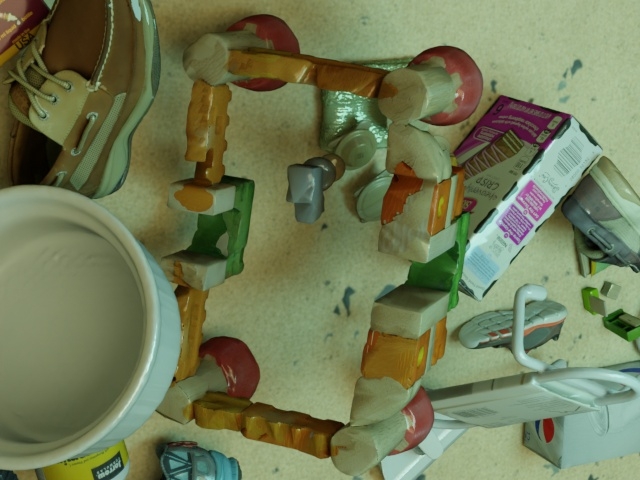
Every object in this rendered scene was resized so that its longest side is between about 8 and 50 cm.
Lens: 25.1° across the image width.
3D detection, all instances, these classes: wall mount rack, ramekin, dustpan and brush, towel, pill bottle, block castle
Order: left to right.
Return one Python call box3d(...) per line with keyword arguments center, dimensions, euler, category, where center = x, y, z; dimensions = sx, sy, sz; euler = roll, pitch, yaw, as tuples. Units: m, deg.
box3d(center=(-0.274, 0.092, 1.445), dimensions=(0.277, 0.277, 0.135), euler=(-56, 164, -2), category="ramekin")
box3d(center=(-0.269, 0.224, 1.584), dimensions=(0.103, 0.103, 0.184), euler=(-21, 114, -20), category="pill bottle")
box3d(center=(0.000, 0.000, 1.544), dimensions=(0.213, 0.303, 0.453), euler=(-24, 123, -67), category="block castle")
box3d(center=(0.067, -0.157, 1.683), dimensions=(0.148, 0.027, 0.110), euler=(-6, 107, -25), category="towel")
box3d(center=(0.108, 0.220, 1.798), dimensions=(0.147, 0.060, 0.211), euler=(-42, 119, -9), category="dustpan and brush")
box3d(center=(0.259, 0.149, 1.683), dimensions=(0.304, 0.350, 0.130), euler=(21, 65, -35), category="wall mount rack")

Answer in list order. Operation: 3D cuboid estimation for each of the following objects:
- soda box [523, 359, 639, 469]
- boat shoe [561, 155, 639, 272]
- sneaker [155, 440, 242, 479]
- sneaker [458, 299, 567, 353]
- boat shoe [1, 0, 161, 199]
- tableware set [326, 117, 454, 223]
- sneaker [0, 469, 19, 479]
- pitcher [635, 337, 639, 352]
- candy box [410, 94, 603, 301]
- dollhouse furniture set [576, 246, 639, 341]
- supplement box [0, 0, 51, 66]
box3d(center=(0.417, 0.225, 1.939), dimensions=(0.286, 0.091, 0.098), euler=(-7, 108, -25), category="soda box")
box3d(center=(0.354, -0.017, 1.763), dimensions=(0.092, 0.103, 0.285), euler=(-32, 157, 8), category="boat shoe")
box3d(center=(-0.200, 0.352, 1.677), dimensions=(0.125, 0.104, 0.262), euler=(28, 86, -16), category="sneaker")
box3d(center=(0.250, 0.126, 1.845), dimensions=(0.158, 0.061, 0.065), euler=(-12, 118, -22), category="sneaker")
box3d(center=(-0.241, -0.143, 1.398), dimensions=(0.120, 0.122, 0.324), euler=(-21, 148, -31), category="boat shoe")
box3d(center=(0.086, -0.100, 1.688), dimensions=(0.141, 0.020, 0.169), euler=(-33, 136, -4), category="tableware set")
box3d(center=(-0.415, 0.233, 1.518), dimensions=(0.131, 0.112, 0.319), euler=(-19, 104, 13), category="sneaker")
box3d(center=(0.505, 0.064, 1.928), dimensions=(0.177, 0.125, 0.207), euler=(-17, 124, -7), category="pitcher")
box3d(center=(0.202, -0.055, 1.706), dimensions=(0.071, 0.159, 0.233), euler=(42, 84, -28), category="candy box")
box3d(center=(0.389, 0.055, 1.892), dimensions=(0.076, 0.058, 0.152), euler=(-22, 114, -20), category="dollhouse furniture set")
box3d(center=(-0.353, -0.268, 1.391), dimensions=(0.081, 0.104, 0.188), euler=(-42, 119, -11), category="supplement box")
